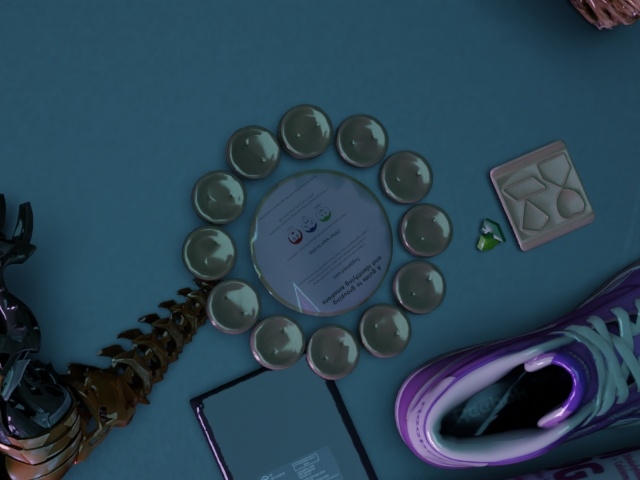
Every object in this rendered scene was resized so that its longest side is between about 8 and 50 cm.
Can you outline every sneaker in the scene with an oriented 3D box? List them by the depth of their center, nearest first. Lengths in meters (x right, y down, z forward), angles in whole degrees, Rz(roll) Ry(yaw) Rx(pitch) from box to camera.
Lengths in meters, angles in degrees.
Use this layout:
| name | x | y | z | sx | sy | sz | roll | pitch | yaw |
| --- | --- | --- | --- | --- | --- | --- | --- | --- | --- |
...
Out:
| name | x | y | z | sx | sy | sz | roll | pitch | yaw |
| --- | --- | --- | --- | --- | --- | --- | --- | --- | --- |
| sneaker | 0.190 | 0.080 | 1.228 | 0.282 | 0.161 | 0.102 | -25 | 88 | -5 |

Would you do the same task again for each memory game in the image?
| name | x | y | z | sx | sy | sz | roll | pitch | yaw |
| --- | --- | --- | --- | --- | --- | --- | --- | --- | --- |
| memory game | 0.000 | 0.000 | 1.275 | 0.186 | 0.012 | 0.186 | 2 | 82 | -14 |

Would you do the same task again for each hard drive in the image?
| name | x | y | z | sx | sy | sz | roll | pitch | yaw |
| --- | --- | --- | --- | --- | --- | --- | --- | --- | --- |
| hard drive | -0.018 | 0.148 | 1.279 | 0.094 | 0.022 | 0.135 | -24 | 90 | -4 |

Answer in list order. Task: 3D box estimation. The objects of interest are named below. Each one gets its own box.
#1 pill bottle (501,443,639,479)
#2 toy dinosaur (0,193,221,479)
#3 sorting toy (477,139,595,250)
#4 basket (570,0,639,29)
| name | x | y | z | sx | sy | sz | roll | pitch | yaw |
| --- | --- | --- | --- | --- | --- | --- | --- | --- | --- |
| pill bottle | 0.216 | 0.209 | 1.223 | 0.283 | 0.160 | 0.160 | -14 | 89 | -5 |
| toy dinosaur | -0.219 | 0.095 | 1.227 | 0.322 | 0.164 | 0.218 | -32 | 108 | -42 |
| sorting toy | 0.139 | -0.026 | 1.300 | 0.083 | 0.012 | 0.062 | -23 | 94 | -8 |
| basket | 0.175 | -0.317 | 1.213 | 0.223 | 0.213 | 0.299 | -45 | 91 | -3 |
